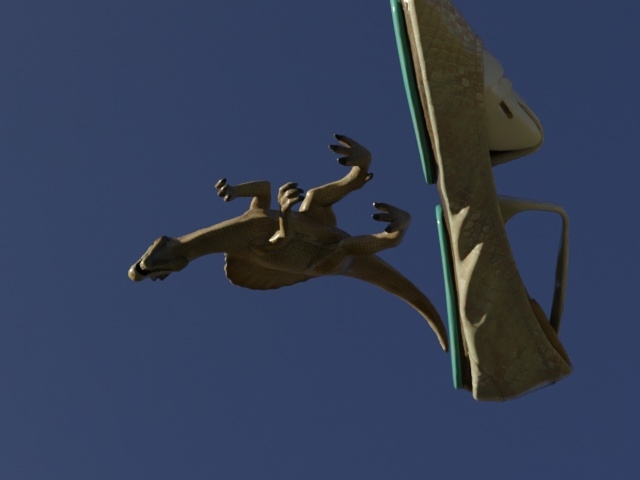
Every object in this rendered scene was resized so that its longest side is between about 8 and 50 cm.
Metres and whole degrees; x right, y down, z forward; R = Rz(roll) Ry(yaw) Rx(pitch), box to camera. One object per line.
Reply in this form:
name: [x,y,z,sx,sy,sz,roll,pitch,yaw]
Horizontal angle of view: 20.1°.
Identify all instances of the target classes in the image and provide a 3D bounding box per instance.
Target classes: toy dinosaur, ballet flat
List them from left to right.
toy dinosaur: [0.000,0.000,0.845,0.183,0.053,0.092,11,-41,-30]
ballet flat: [0.064,-0.022,0.675,0.052,0.057,0.168,-9,-74,6]
